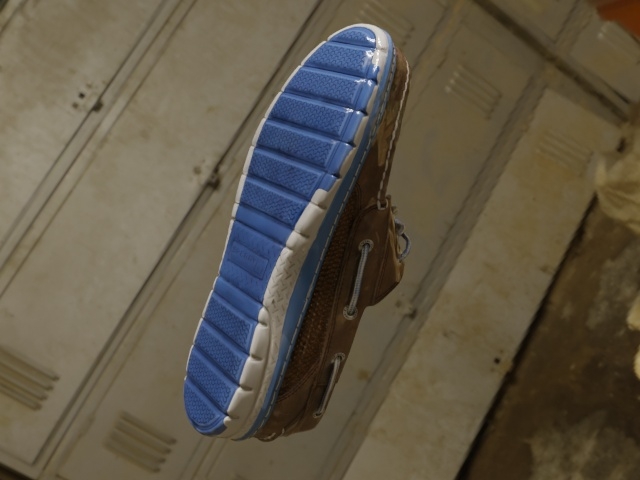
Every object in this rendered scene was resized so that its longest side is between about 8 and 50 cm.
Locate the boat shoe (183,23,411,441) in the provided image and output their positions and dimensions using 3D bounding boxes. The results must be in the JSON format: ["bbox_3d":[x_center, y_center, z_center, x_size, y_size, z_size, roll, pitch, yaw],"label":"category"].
[{"bbox_3d":[0.000,0.000,0.379,0.066,0.066,0.183,34,104,52],"label":"boat shoe"}]
